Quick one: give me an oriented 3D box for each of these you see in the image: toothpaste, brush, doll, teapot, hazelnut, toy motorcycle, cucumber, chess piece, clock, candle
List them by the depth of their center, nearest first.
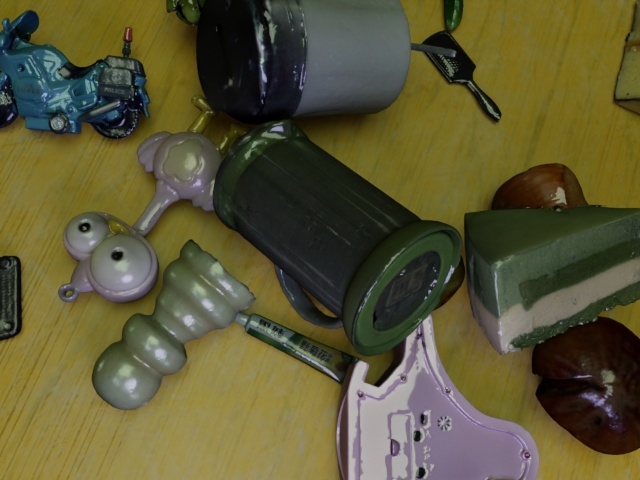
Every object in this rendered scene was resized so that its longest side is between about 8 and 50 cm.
[{"bbox_3d":[-0.218,0.127,1.036,0.133,0.133,0.243,41,80,5],"label":"chess piece"},{"bbox_3d":[0.000,0.000,1.037,0.200,0.270,0.337,-25,51,-36],"label":"teapot"},{"bbox_3d":[0.161,0.247,1.064,0.275,0.080,0.290,-1,79,-9],"label":"clock"},{"bbox_3d":[0.405,0.208,1.070,0.178,0.178,0.204,-12,86,-11],"label":"hazelnut"},{"bbox_3d":[-0.250,-0.048,1.095,0.160,0.094,0.365,37,72,7],"label":"doll"},{"bbox_3d":[-0.037,0.154,1.098,0.204,0.031,0.049,27,74,-2],"label":"toothpaste"},{"bbox_3d":[0.002,-0.290,1.120,0.343,0.221,0.221,-8,75,-28],"label":"candle"},{"bbox_3d":[-0.393,-0.252,1.129,0.272,0.123,0.182,5,95,-4],"label":"toy motorcycle"},{"bbox_3d":[0.344,-0.040,1.152,0.150,0.150,0.150,2,74,-7],"label":"hazelnut"},{"bbox_3d":[0.249,-0.280,1.267,0.063,0.016,0.193,-34,81,-14],"label":"brush"},{"bbox_3d":[0.233,-0.440,1.301,0.037,0.037,0.155,1,75,-7],"label":"cucumber"}]

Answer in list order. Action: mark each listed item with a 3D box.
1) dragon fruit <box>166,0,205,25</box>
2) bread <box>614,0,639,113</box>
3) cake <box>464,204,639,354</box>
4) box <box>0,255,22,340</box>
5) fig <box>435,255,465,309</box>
[{"bbox_3d":[-0.141,-0.446,1.191,0.200,0.198,0.269,14,72,-31],"label":"dragon fruit"},{"bbox_3d":[0.617,-0.341,1.251,0.135,0.178,0.240,22,74,-2],"label":"bread"},{"bbox_3d":[0.344,0.053,1.032,0.284,0.172,0.158,-3,117,14],"label":"cake"},{"bbox_3d":[-0.493,0.085,1.058,0.126,0.027,0.125,-5,75,-9],"label":"box"},{"bbox_3d":[0.121,0.000,1.127,0.124,0.124,0.236,-28,68,-14],"label":"fig"}]
